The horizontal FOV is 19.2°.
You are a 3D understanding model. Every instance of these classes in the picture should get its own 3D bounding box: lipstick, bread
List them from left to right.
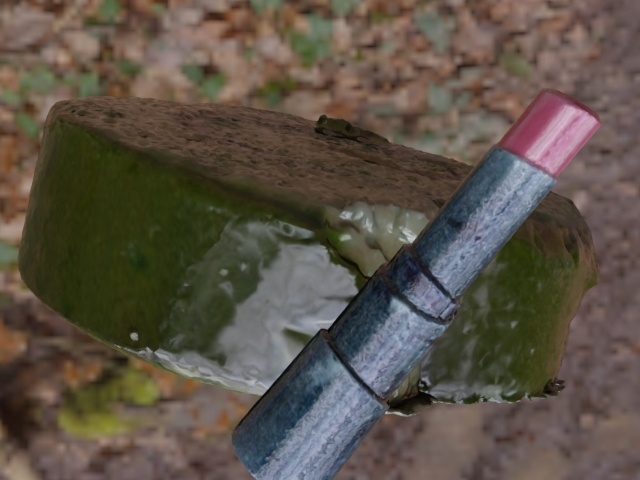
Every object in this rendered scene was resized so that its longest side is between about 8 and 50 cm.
[{"bbox_3d":[0.000,0.000,1.188,0.366,0.129,0.382,12,-169,-11],"label":"bread"},{"bbox_3d":[0.044,0.023,0.866,0.053,0.053,0.234,14,123,-44],"label":"lipstick"}]
